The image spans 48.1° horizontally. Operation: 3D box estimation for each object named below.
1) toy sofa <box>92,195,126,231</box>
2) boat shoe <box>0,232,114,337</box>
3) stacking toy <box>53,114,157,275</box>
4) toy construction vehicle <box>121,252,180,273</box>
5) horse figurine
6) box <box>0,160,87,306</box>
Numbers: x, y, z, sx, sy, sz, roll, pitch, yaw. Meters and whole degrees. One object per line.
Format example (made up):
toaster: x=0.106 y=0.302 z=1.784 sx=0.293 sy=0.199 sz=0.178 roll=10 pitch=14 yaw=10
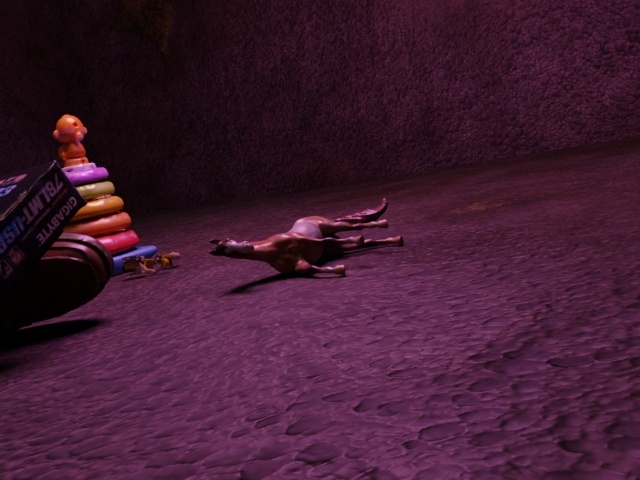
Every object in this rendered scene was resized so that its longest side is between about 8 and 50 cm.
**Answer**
toy sofa: x=-0.693 y=-0.005 z=1.864 sx=0.363 sy=0.177 sz=0.150 roll=-20 pitch=-14 yaw=-48
boat shoe: x=-0.400 y=0.080 z=0.868 sx=0.308 sy=0.110 sz=0.104 roll=-16 pitch=26 yaw=11
stacking toy: x=-0.441 y=-0.083 z=1.333 sx=0.166 sy=0.301 sz=0.175 roll=-4 pitch=11 yaw=43
toy construction vehicle: x=-0.296 y=0.043 z=1.232 sx=0.098 sy=0.035 sz=0.086 roll=-8 pitch=-3 yaw=9
horse figurine: x=0.000 y=0.000 z=0.962 sx=0.175 sy=0.066 sz=0.263 roll=0 pitch=14 yaw=31
box: x=-0.443 y=0.047 z=0.765 sx=0.296 sy=0.073 sz=0.293 roll=-8 pitch=35 yaw=27
